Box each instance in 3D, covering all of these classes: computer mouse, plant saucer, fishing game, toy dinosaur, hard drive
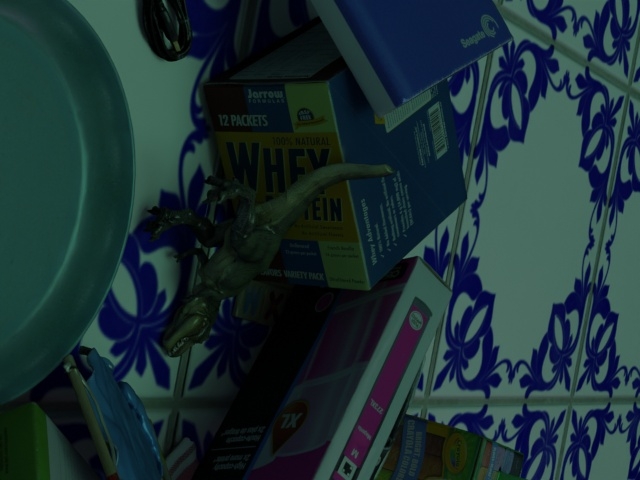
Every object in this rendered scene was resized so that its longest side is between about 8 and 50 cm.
[{"bbox_3d":[-0.148,-0.237,1.006,0.071,0.041,0.242,-61,144,-28],"label":"computer mouse"},{"bbox_3d":[-0.252,-0.033,0.903,0.317,0.043,0.318,-22,117,-54],"label":"plant saucer"},{"bbox_3d":[-0.154,0.173,1.004,0.264,0.041,0.189,75,-8,-75],"label":"fishing game"},{"bbox_3d":[-0.072,-0.007,1.095,0.118,0.268,0.064,29,31,-36],"label":"toy dinosaur"},{"bbox_3d":[0.036,-0.283,1.131,0.210,0.040,0.319,-34,95,-48],"label":"hard drive"}]

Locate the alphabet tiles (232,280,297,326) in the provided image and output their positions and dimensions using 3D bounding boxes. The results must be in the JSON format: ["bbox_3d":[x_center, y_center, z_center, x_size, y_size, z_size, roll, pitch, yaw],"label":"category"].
[{"bbox_3d":[0.000,0.000,1.331,0.237,0.009,0.198,20,82,-57],"label":"alphabet tiles"}]

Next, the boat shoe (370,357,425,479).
[{"bbox_3d":[0.021,0.197,1.252,0.108,0.102,0.301,41,58,-12],"label":"boat shoe"}]

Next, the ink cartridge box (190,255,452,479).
[{"bbox_3d":[-0.021,0.181,1.154,0.069,0.175,0.371,44,55,-28],"label":"ink cartridge box"}]

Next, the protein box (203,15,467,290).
[{"bbox_3d":[0.022,-0.089,1.201,0.201,0.135,0.200,-39,124,-47],"label":"protein box"}]

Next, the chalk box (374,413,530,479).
[{"bbox_3d":[0.138,0.276,1.432,0.132,0.213,0.132,32,72,-56],"label":"chalk box"}]

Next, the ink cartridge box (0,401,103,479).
[{"bbox_3d":[-0.190,0.274,0.951,0.189,0.097,0.255,-106,173,-46],"label":"ink cartridge box"}]

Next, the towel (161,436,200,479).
[{"bbox_3d":[-0.133,0.298,1.193,0.144,0.029,0.197,-51,138,-38],"label":"towel"}]
